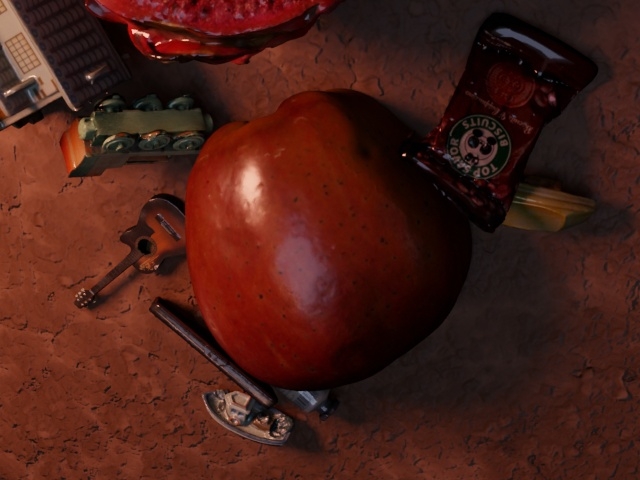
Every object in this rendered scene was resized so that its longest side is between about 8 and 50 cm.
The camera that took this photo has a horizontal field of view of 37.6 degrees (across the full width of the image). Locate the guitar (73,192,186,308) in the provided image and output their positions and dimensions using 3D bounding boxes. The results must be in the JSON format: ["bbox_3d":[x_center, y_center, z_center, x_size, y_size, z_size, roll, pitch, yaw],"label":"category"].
[{"bbox_3d":[-0.263,0.027,1.304,0.233,0.025,0.088,-38,101,23],"label":"guitar"}]

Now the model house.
[{"bbox_3d":[-0.366,-0.243,1.119,0.215,0.198,0.224,-23,106,24],"label":"model house"}]

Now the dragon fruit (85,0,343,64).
[{"bbox_3d":[-0.109,-0.365,0.989,0.371,0.249,0.386,-41,87,-5],"label":"dragon fruit"}]

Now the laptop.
[{"bbox_3d":[-0.148,0.151,1.271,0.207,0.154,0.026,40,84,-7],"label":"laptop"}]

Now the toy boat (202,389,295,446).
[{"bbox_3d":[-0.105,0.246,1.339,0.140,0.059,0.066,21,139,9],"label":"toy boat"}]

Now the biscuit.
[{"bbox_3d":[0.203,-0.143,1.107,0.151,0.063,0.235,32,85,-1],"label":"biscuit"}]

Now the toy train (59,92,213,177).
[{"bbox_3d":[-0.225,-0.129,1.169,0.118,0.176,0.074,-36,67,50],"label":"toy train"}]

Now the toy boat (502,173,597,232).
[{"bbox_3d":[0.250,-0.054,1.157,0.172,0.066,0.065,14,148,6],"label":"toy boat"}]

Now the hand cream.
[{"bbox_3d":[-0.071,0.162,1.315,0.234,0.050,0.080,43,113,-3],"label":"hand cream"}]

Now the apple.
[{"bbox_3d":[0.000,0.000,1.187,0.295,0.329,0.365,0,116,59],"label":"apple"}]
